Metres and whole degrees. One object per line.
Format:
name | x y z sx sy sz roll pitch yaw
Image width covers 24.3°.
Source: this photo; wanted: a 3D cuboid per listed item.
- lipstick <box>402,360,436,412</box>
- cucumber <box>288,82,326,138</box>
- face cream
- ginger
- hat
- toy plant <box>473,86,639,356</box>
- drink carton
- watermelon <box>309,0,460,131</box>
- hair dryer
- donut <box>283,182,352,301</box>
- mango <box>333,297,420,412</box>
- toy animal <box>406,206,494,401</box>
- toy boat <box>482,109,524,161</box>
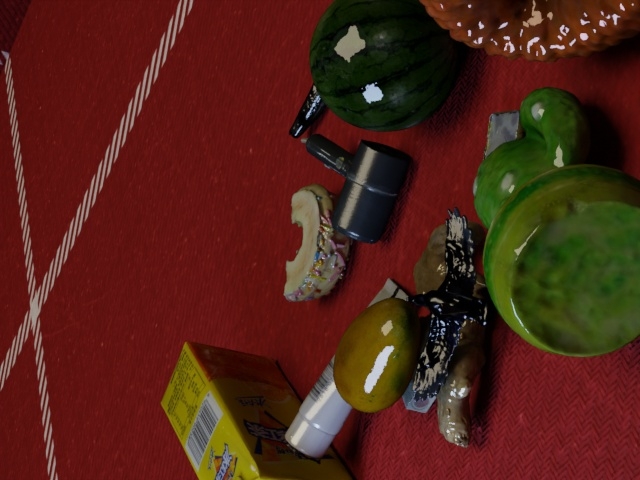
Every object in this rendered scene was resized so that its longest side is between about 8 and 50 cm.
lipstick | 0.108 0.152 1.803 0.030 0.030 0.129 -61 26 30
cucumber | -0.004 -0.203 2.160 0.034 0.033 0.135 38 119 25
face cream | 0.036 0.162 1.873 0.244 0.058 0.092 -59 19 5
ginger | 0.150 0.110 1.712 0.149 0.065 0.259 144 127 -70
hat | 0.234 -0.403 1.516 0.285 0.285 0.400 -28 53 57
toy plant | 0.237 -0.019 1.513 0.316 0.184 0.224 -102 24 -65
drink carton | -0.086 0.272 1.989 0.111 0.154 0.351 -68 28 16
watermelon | 0.092 -0.230 1.831 0.214 0.188 0.188 -12 64 23
hair dryer | 0.028 -0.091 1.980 0.219 0.071 0.124 40 112 50
donut | 0.002 0.002 2.028 0.108 0.065 0.166 -14 66 61
mango | 0.070 0.129 1.736 0.111 0.089 0.163 -112 37 -53
toy animal | 0.140 0.070 1.628 0.108 0.062 0.220 172 110 -67
toy boat | 0.210 -0.094 1.718 0.063 0.016 0.115 3 83 62
